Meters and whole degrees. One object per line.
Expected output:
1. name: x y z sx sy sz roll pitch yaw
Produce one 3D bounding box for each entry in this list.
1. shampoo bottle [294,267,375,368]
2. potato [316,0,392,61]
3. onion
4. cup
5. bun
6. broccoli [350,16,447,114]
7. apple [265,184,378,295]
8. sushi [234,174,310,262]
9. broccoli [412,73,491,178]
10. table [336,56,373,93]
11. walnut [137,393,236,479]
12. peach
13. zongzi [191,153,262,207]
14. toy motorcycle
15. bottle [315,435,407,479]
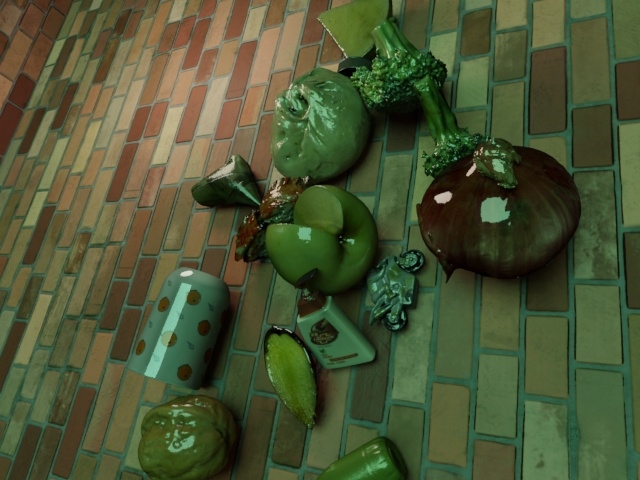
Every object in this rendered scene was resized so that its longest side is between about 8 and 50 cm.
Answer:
1. shampoo bottle: 0.012 0.196 1.174 0.153 0.284 0.071 -17 29 23
2. potato: 0.124 -0.671 1.602 0.270 0.112 0.255 -9 68 27
3. onion: 0.391 -0.057 1.079 0.354 0.354 0.353 -11 64 23
4. cup: -0.398 0.250 1.396 0.213 0.212 0.317 9 72 30
5. bun: -0.013 -0.347 1.457 0.326 0.234 0.361 33 92 29
6. broccoli: 0.219 -0.465 1.344 0.235 0.260 0.288 -61 19 -7
7. apple: 0.000 0.000 1.257 0.254 0.292 0.291 -9 60 56
8. sushi: -0.142 -0.059 1.429 0.332 0.130 0.124 -49 48 25
9. broccoli: 0.345 -0.299 1.251 0.177 0.199 0.274 -14 94 43
10. table: 0.118 -0.526 1.523 0.134 0.133 0.043 3 71 29
11. walnut: -0.356 0.519 1.247 0.257 0.257 0.224 -16 29 21
12. peach: -0.057 0.343 1.233 0.189 0.068 0.279 -43 64 45
13. zongzi: -0.307 -0.140 1.584 0.221 0.112 0.242 -31 58 10
14. toy motorcycle: 0.179 0.119 1.238 0.153 0.073 0.224 9 71 32
15. bottle: 0.063 0.552 1.079 0.260 0.112 0.112 -35 57 10
